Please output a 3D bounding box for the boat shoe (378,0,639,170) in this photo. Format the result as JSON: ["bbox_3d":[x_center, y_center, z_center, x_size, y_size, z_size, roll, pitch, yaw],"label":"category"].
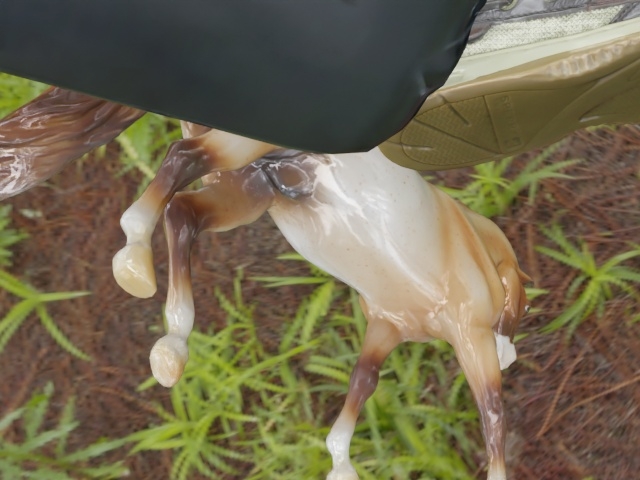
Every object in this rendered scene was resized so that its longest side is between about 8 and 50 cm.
[{"bbox_3d":[0.088,-0.064,0.409,0.152,0.056,0.049,-11,61,3],"label":"boat shoe"}]

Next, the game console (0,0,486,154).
[{"bbox_3d":[-0.046,-0.199,0.217,0.342,0.060,0.386,16,126,-23],"label":"game console"}]

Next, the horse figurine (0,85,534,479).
[{"bbox_3d":[0.000,0.000,0.502,0.263,0.174,0.066,38,134,-24],"label":"horse figurine"}]
